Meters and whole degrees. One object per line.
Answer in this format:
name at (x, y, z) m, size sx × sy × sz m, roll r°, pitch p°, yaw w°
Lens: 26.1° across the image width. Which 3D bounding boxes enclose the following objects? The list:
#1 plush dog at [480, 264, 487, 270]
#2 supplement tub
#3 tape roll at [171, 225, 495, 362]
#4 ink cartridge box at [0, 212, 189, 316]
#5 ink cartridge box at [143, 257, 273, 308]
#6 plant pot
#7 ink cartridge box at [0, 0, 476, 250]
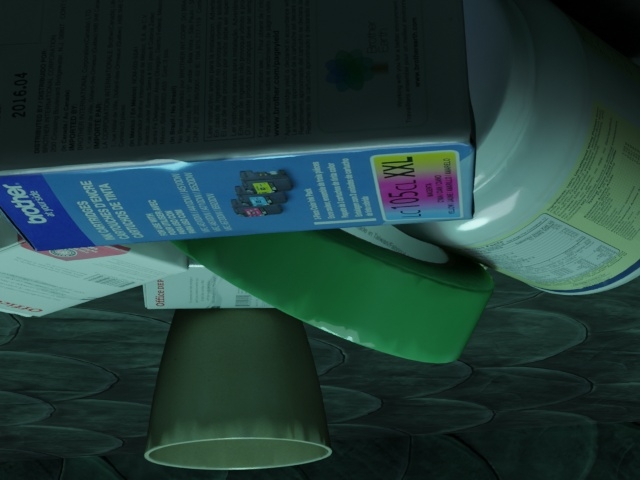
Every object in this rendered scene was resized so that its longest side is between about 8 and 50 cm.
plush dog at (0.111, 0.014, 1.519) m, size 0.262 × 0.211 × 0.225 m, roll -12°, pitch 159°, yaw -14°
supplement tub at (0.170, -0.092, 1.233) m, size 0.235 × 0.236 × 0.324 m, roll -15°, pitch 157°, yaw 36°
tape roll at (0.000, 0.000, 1.254) m, size 0.321 × 0.077 × 0.321 m, roll 24°, pitch -169°, yaw -5°
ink cartridge box at (-0.324, -0.006, 1.636) m, size 0.283 × 0.117 × 0.207 m, roll -17°, pitch 157°, yaw 38°
ink cartridge box at (-0.134, 0.029, 1.799) m, size 0.190 × 0.082 × 0.140 m, roll 1°, pitch 154°, yaw -5°
plant pot at (-0.116, 0.165, 1.926) m, size 0.256 × 0.274 × 0.256 m, roll -2°, pitch 161°, yaw -1°
ink cartridge box at (-0.093, -0.145, 0.991) m, size 0.395 × 0.270 × 0.151 m, roll -3°, pitch 157°, yaw 4°
